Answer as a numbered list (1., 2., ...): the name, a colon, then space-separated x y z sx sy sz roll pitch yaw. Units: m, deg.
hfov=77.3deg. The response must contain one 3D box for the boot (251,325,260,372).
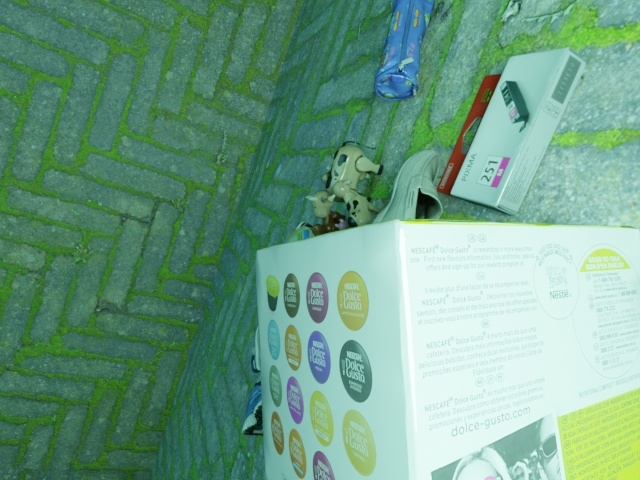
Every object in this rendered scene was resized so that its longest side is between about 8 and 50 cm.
1. boot: -0.236 0.413 1.547 0.086 0.069 0.189 -35 45 50

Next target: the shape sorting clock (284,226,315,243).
1. shape sorting clock: -0.075 0.052 1.379 0.206 0.040 0.206 -29 53 49

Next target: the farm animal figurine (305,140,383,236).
1. farm animal figurine: 0.062 -0.131 1.139 0.330 0.172 0.326 -4 71 65

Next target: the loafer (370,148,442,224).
1. loafer: 0.199 -0.073 0.823 0.112 0.112 0.319 7 53 33

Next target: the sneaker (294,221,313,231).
1. sneaker: -0.058 0.024 1.448 0.077 0.072 0.178 30 110 54

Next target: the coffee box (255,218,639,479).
1. coffee box: 0.134 0.156 0.493 0.338 0.338 0.334 -10 81 62

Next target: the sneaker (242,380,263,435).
1. sneaker: -0.168 0.497 1.274 0.330 0.130 0.147 -54 33 37

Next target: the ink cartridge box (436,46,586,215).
1. ink cartridge box: 0.325 -0.207 0.763 0.275 0.060 0.239 -69 25 9

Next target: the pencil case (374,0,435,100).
1. pencil case: 0.233 -0.544 1.108 0.133 0.120 0.306 104 179 -81
